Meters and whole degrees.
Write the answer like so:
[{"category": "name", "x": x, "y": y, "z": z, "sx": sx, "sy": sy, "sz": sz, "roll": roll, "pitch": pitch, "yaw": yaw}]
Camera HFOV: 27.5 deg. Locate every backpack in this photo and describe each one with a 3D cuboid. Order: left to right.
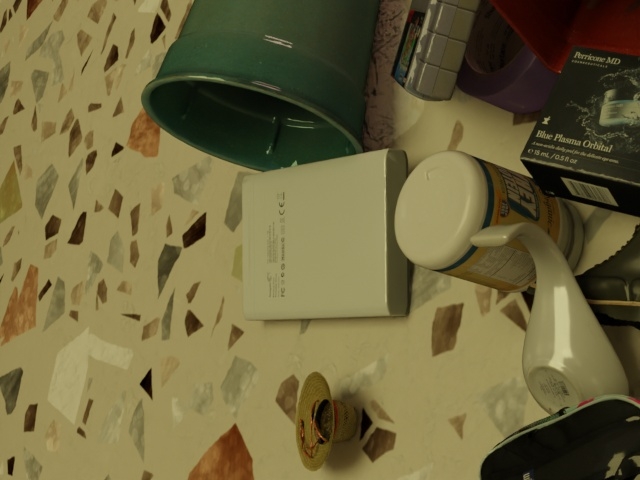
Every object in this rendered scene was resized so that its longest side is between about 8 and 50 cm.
[{"category": "backpack", "x": 0.305, "y": 0.277, "z": 1.331, "sx": 0.253, "sy": 0.191, "sz": 0.225, "roll": -43, "pitch": 48, "yaw": 46}]

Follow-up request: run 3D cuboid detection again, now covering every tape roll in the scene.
[{"category": "tape roll", "x": 0.258, "y": -0.266, "z": 1.708, "sx": 0.189, "sy": 0.080, "sz": 0.189, "roll": -24, "pitch": 59, "yaw": 47}]

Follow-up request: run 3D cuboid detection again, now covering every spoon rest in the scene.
[{"category": "spoon rest", "x": 0.261, "y": 0.093, "z": 1.464, "sx": 0.137, "sy": 0.276, "sz": 0.084, "roll": -3, "pitch": 30, "yaw": 49}]

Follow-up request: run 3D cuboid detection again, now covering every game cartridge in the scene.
[{"category": "game cartridge", "x": 0.155, "y": -0.304, "z": 1.702, "sx": 0.355, "sy": 0.068, "sz": 0.230, "roll": -97, "pitch": 27, "yaw": -79}]

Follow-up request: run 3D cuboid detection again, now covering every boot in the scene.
[{"category": "boot", "x": 0.341, "y": 0.027, "z": 1.498, "sx": 0.198, "sy": 0.077, "sz": 0.137, "roll": 11, "pitch": 80, "yaw": 43}]

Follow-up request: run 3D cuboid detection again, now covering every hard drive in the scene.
[{"category": "hard drive", "x": 0.000, "y": 0.000, "z": 1.945, "sx": 0.353, "sy": 0.047, "sz": 0.233, "roll": -6, "pitch": 82, "yaw": 53}]

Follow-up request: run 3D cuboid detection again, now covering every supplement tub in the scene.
[{"category": "supplement tub", "x": 0.205, "y": -0.018, "z": 1.575, "sx": 0.144, "sy": 0.200, "sz": 0.144, "roll": -24, "pitch": 59, "yaw": 47}]

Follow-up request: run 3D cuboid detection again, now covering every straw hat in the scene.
[{"category": "straw hat", "x": 0.018, "y": 0.254, "z": 1.838, "sx": 0.144, "sy": 0.061, "sz": 0.144, "roll": -176, "pitch": 90, "yaw": -68}]

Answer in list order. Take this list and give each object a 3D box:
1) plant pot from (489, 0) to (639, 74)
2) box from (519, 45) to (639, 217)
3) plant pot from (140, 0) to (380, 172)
[{"category": "plant pot", "x": 0.347, "y": -0.349, "z": 1.466, "sx": 0.267, "sy": 0.267, "sz": 0.235, "roll": 13, "pitch": 71, "yaw": 47}, {"category": "box", "x": 0.333, "y": -0.121, "z": 1.471, "sx": 0.156, "sy": 0.093, "sz": 0.158, "roll": 17, "pitch": 73, "yaw": 37}, {"category": "plant pot", "x": -0.059, "y": -0.312, "z": 1.966, "sx": 0.341, "sy": 0.341, "sz": 0.334, "roll": -6, "pitch": 64, "yaw": 52}]
